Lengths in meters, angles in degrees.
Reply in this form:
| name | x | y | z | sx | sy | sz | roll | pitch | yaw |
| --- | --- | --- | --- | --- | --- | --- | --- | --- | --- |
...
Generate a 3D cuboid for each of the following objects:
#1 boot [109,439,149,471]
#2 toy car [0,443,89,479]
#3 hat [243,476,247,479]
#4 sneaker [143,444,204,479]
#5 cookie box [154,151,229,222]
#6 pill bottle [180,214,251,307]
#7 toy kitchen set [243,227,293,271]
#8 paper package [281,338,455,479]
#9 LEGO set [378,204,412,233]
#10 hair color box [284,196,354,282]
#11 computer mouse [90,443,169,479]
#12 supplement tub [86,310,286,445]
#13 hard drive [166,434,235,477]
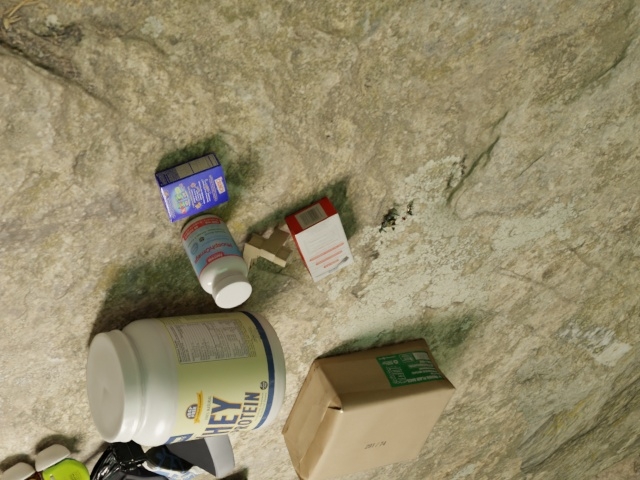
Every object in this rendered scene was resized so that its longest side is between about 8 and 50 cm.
| name | x | y | z | sx | sy | sz | roll | pitch | yaw |
| --- | --- | --- | --- | --- | --- | --- | --- | --- | --- |
| boot | -0.388 | 0.426 | 2.068 | 0.121 | 0.099 | 0.045 | -17 | 143 | -17 |
| toy car | -0.563 | 0.517 | 2.040 | 0.182 | 0.159 | 0.136 | -29 | 178 | -3 |
| hat | -0.309 | 0.642 | 2.442 | 0.208 | 0.184 | 0.173 | -57 | 172 | -40 |
| sneaker | -0.330 | 0.514 | 2.223 | 0.081 | 0.080 | 0.211 | -43 | 146 | 19 |
| cookie box | -0.213 | -0.088 | 1.632 | 0.107 | 0.040 | 0.092 | -21 | 142 | -12 |
| pill bottle | -0.179 | 0.037 | 1.703 | 0.087 | 0.160 | 0.087 | -19 | 142 | -16 |
| toy kitchen set | -0.093 | 0.025 | 1.831 | 0.068 | 0.083 | 0.075 | -56 | 166 | -44 |
| paper package | 0.110 | 0.407 | 2.334 | 0.325 | 0.168 | 0.309 | -6 | 137 | -29 |
| LEGO set | 0.146 | -0.044 | 1.954 | 0.083 | 0.023 | 0.054 | -26 | 148 | -29 |
| hair color box | 0.000 | 0.000 | 1.874 | 0.093 | 0.053 | 0.167 | -28 | 142 | -6 |
| computer mouse | -0.441 | 0.552 | 2.193 | 0.188 | 0.072 | 0.272 | -60 | 143 | -5 |
| supplement tub | -0.254 | 0.259 | 1.849 | 0.325 | 0.235 | 0.235 | -3 | 136 | -33 |
| hard drive | -0.271 | 0.414 | 2.079 | 0.054 | 0.172 | 0.254 | -55 | 158 | -30 |
